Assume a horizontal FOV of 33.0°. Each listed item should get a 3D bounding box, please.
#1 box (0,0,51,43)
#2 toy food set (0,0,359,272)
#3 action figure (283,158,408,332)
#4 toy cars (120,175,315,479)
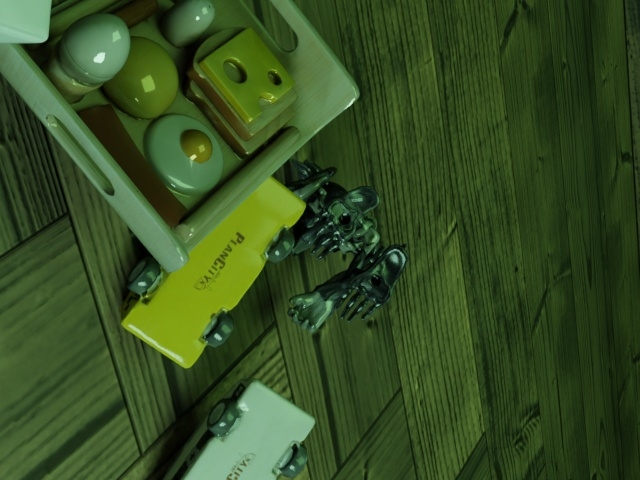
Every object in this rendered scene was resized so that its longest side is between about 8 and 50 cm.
[{"bbox_3d":[-0.305,-0.241,0.542,0.345,0.168,0.215,11,84,-61],"label":"box"},{"bbox_3d":[-0.103,-0.138,0.884,0.220,0.092,0.306,51,43,-8],"label":"toy food set"},{"bbox_3d":[0.000,0.000,1.132,0.164,0.141,0.275,59,-4,-9],"label":"action figure"},{"bbox_3d":[-0.101,0.116,1.012,0.176,0.087,0.394,-6,102,-20],"label":"toy cars"}]
